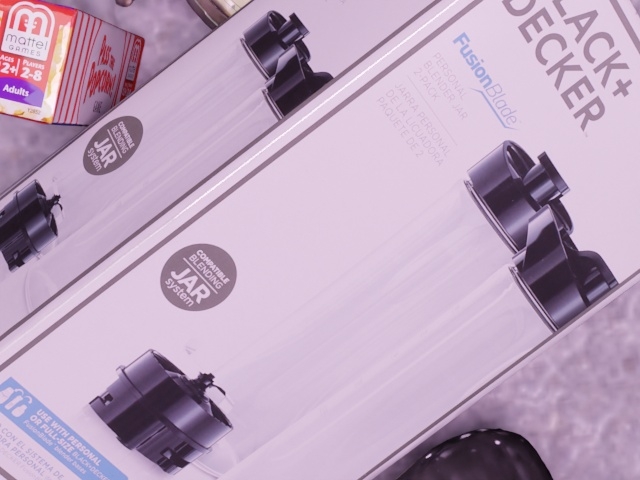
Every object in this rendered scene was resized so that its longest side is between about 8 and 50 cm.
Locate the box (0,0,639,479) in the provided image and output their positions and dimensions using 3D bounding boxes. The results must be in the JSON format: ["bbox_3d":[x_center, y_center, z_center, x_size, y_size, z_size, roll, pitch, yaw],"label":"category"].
[{"bbox_3d":[0.000,0.000,0.589,0.290,0.087,0.169,-37,127,3],"label":"box"}]

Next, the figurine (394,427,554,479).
[{"bbox_3d":[0.038,0.205,0.562,0.214,0.092,0.209,-28,50,-7],"label":"figurine"}]

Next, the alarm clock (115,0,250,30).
[{"bbox_3d":[0.019,-0.131,0.632,0.192,0.064,0.129,13,93,4],"label":"alarm clock"}]

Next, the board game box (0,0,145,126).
[{"bbox_3d":[-0.179,-0.087,0.602,0.193,0.147,0.045,13,94,1],"label":"board game box"}]
